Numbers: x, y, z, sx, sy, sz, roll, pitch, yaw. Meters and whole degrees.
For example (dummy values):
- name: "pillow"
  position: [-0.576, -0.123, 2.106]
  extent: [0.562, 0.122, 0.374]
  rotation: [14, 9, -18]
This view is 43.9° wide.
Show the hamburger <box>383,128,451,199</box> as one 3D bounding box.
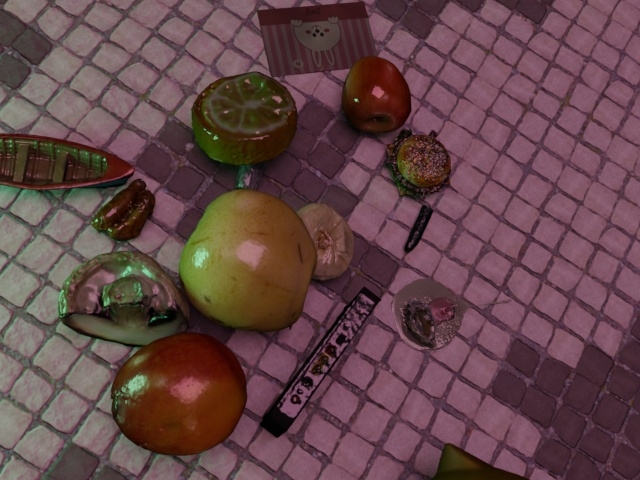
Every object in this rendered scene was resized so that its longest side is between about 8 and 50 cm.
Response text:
- name: "hamburger"
  position: [0.251, -0.201, 1.987]
  extent: [0.164, 0.093, 0.190]
  rotation: [-24, 77, -17]

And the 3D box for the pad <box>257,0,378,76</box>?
- name: "pad"
  position: [-0.004, -0.534, 2.092]
  extent: [0.299, 0.005, 0.202]
  rotation: [-8, 74, -14]

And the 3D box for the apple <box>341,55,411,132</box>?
- name: "apple"
  position: [0.136, -0.366, 1.982]
  extent: [0.199, 0.199, 0.199]
  rotation: [3, 72, -10]

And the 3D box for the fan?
- name: "fan"
  position: [0.324, 0.167, 1.924]
  extent: [0.310, 0.010, 0.182]
  rotation: [-9, 74, -13]

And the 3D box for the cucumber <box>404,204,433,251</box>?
- name: "cucumber"
  position: [0.241, -0.026, 1.960]
  extent: [0.032, 0.032, 0.133]
  rotation: [28, 68, -1]

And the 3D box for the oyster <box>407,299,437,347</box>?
- name: "oyster"
  position: [0.241, 0.195, 1.886]
  extent: [0.098, 0.037, 0.100]
  rotation: [29, 50, -17]

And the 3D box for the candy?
- name: "candy"
  position: [-0.179, -0.290, 1.885]
  extent: [0.259, 0.118, 0.260]
  rotation: [-1, 50, 2]

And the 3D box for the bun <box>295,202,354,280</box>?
- name: "bun"
  position: [0.000, 0.000, 1.861]
  extent: [0.164, 0.111, 0.188]
  rotation: [11, 67, -11]

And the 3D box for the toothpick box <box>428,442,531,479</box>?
- name: "toothpick box"
  position: [0.327, 0.660, 1.563]
  extent: [0.408, 0.409, 0.425]
  rotation: [26, 71, -2]

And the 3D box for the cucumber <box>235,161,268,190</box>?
- name: "cucumber"
  position: [-0.165, -0.168, 1.909]
  extent: [0.064, 0.064, 0.112]
  rotation: [19, 69, -5]

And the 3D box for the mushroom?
- name: "mushroom"
  position: [-0.410, 0.121, 1.707]
  extent: [0.267, 0.190, 0.164]
  rotation: [-8, 56, 10]

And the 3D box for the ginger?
- name: "ginger"
  position: [-0.437, -0.067, 1.815]
  extent: [0.103, 0.073, 0.162]
  rotation: [38, 68, 2]

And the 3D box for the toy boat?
- name: "toy boat"
  position: [-0.621, -0.168, 1.809]
  extent: [0.392, 0.079, 0.136]
  rotation: [6, 69, -8]

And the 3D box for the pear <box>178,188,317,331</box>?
- name: "pear"
  position: [-0.151, 0.048, 1.716]
  extent: [0.309, 0.309, 0.309]
  rotation: [3, 72, -10]

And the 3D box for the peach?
- name: "peach"
  position: [-0.291, 0.319, 1.625]
  extent: [0.280, 0.238, 0.281]
  rotation: [2, 52, -2]

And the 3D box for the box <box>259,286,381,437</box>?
- name: "box"
  position: [-0.002, 0.265, 1.721]
  extent: [0.058, 0.211, 0.350]
  rotation: [37, 68, 4]
